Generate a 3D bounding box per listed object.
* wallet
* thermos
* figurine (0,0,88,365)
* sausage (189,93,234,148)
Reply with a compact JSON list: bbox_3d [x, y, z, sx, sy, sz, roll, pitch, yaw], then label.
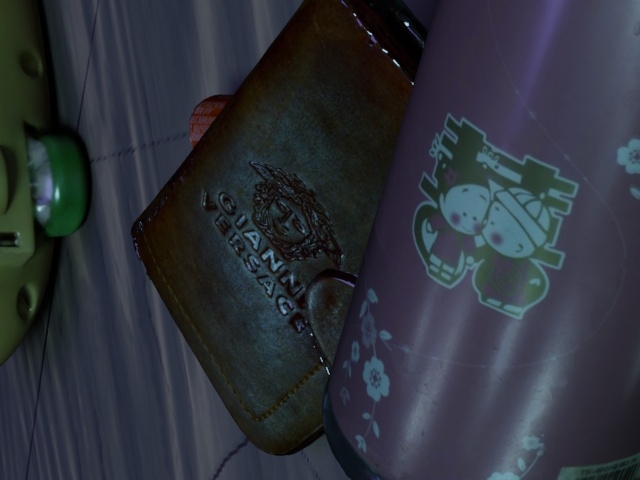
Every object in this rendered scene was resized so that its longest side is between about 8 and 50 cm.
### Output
[{"bbox_3d":[0.000,0.000,0.762,0.137,0.031,0.255,56,149,7],"label":"wallet"},{"bbox_3d":[0.095,-0.061,0.523,0.136,0.110,0.330,54,139,45],"label":"thermos"},{"bbox_3d":[-0.233,-0.072,1.147,0.222,0.124,0.324,144,120,-62],"label":"figurine"},{"bbox_3d":[-0.015,-0.044,0.819,0.129,0.034,0.034,9,102,61],"label":"sausage"}]
